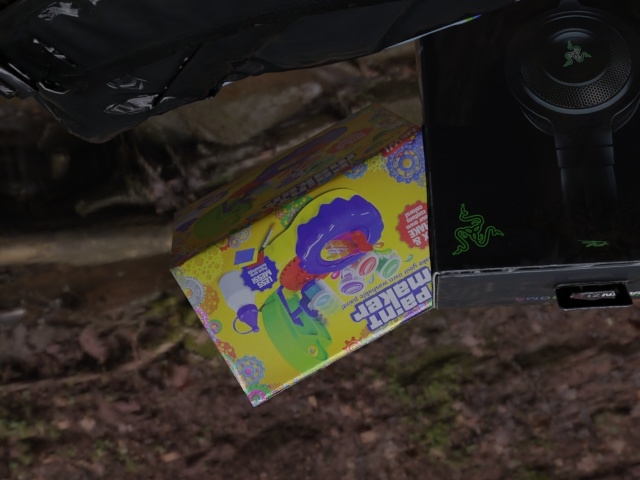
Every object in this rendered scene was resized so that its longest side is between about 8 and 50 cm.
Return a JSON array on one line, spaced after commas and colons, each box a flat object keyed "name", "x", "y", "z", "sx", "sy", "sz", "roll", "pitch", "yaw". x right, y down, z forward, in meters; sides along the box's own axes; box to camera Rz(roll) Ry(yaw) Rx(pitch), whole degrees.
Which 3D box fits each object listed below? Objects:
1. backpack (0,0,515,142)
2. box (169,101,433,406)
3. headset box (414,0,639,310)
[{"name": "backpack", "x": -0.003, "y": -0.211, "z": 0.423, "sx": 0.355, "sy": 0.273, "sz": 0.290, "roll": 0, "pitch": 143, "yaw": 31}, {"name": "box", "x": 0.000, "y": 0.000, "z": 1.122, "sx": 0.290, "sy": 0.177, "sz": 0.279, "roll": -29, "pitch": -164, "yaw": 0}, {"name": "headset box", "x": 0.203, "y": -0.079, "z": 0.798, "sx": 0.246, "sy": 0.283, "sz": 0.131, "roll": -3, "pitch": 164, "yaw": 5}]
